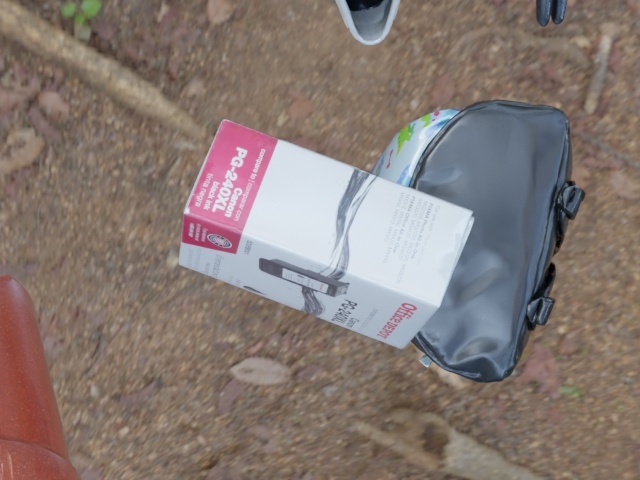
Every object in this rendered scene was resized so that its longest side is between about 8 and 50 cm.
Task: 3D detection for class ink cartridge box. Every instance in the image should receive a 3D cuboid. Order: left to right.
[{"bbox_3d":[0.000,0.000,0.755,0.150,0.109,0.063,21,71,-1],"label":"ink cartridge box"}]

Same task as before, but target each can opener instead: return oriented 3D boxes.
[{"bbox_3d":[0.303,-0.369,1.690,0.059,0.073,0.186,-15,113,-20],"label":"can opener"}]

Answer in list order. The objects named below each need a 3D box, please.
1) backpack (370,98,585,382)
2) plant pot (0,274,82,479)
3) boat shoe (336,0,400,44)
[{"bbox_3d":[0.149,-0.008,1.461,0.273,0.355,0.290,13,93,13],"label":"backpack"},{"bbox_3d":[-0.344,0.177,1.176,0.272,0.272,0.265,-5,55,-15],"label":"plant pot"},{"bbox_3d":[0.048,-0.302,1.345,0.096,0.267,0.088,-9,63,-9],"label":"boat shoe"}]
